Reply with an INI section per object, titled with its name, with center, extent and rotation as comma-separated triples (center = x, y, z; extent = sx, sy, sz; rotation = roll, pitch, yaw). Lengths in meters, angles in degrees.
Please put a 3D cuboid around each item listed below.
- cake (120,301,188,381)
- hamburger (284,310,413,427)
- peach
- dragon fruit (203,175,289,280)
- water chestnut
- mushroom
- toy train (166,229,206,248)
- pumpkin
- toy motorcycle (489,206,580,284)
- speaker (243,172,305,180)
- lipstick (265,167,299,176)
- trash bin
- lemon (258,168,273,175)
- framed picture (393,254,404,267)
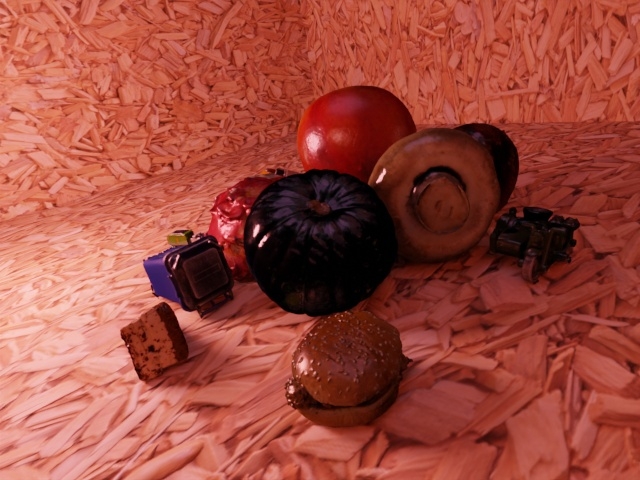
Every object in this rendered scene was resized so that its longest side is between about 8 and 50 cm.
[cake]
center = -0.390, 0.185, 0.973
extent = 0.112, 0.135, 0.246
rotation = -23, 26, -27
[hamburger]
center = 0.040, 0.215, 0.744
extent = 0.189, 0.122, 0.215
rotation = 13, 34, 40
[peach]
center = 0.117, -0.273, 1.349
extent = 0.389, 0.388, 0.388
rotation = -8, 22, 3
[dragon fruit]
center = -0.186, -0.066, 1.336
extent = 0.371, 0.248, 0.386
rotation = 1, 35, 29
[water chestnut]
center = 0.460, -0.191, 1.394
extent = 0.302, 0.350, 0.350
rotation = 29, -6, -40
[mushroom]
center = 0.287, -0.113, 1.128
extent = 0.353, 0.352, 0.260
rotation = -7, 11, 6
[toy train]
center = -0.432, 0.004, 1.493
extent = 0.202, 0.081, 0.060
rotation = 0, 23, 21
[pumpkin]
center = 0.000, 0.000, 1.028
extent = 0.364, 0.266, 0.363
rotation = 1, 47, -1
[toy motorcycle]
center = 0.515, -0.008, 1.085
extent = 0.275, 0.127, 0.205
rotation = -24, 29, -39
[speaker]
center = -0.089, -0.162, 1.636
extent = 0.406, 0.183, 0.184
rotation = 11, 24, 39
[lipstick]
center = -0.122, -0.215, 1.391
extent = 0.107, 0.025, 0.025
rotation = 10, -7, -21
[trash bin]
center = -0.356, 0.094, 1.162
extent = 0.235, 0.183, 0.163
rotation = -3, 20, 46
[lemon]
center = -0.215, -0.244, 1.925
extent = 0.142, 0.142, 0.187
rotation = -3, 21, 17
[framed picture]
center = 0.182, 0.022, 1.233
extent = 0.109, 0.011, 0.149
rotation = 4, 35, 7
